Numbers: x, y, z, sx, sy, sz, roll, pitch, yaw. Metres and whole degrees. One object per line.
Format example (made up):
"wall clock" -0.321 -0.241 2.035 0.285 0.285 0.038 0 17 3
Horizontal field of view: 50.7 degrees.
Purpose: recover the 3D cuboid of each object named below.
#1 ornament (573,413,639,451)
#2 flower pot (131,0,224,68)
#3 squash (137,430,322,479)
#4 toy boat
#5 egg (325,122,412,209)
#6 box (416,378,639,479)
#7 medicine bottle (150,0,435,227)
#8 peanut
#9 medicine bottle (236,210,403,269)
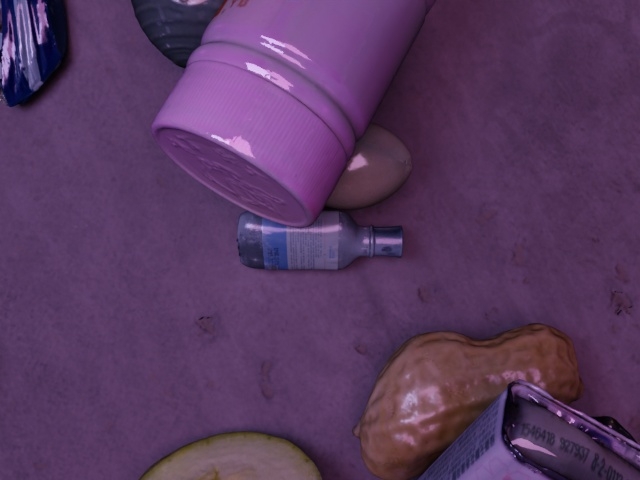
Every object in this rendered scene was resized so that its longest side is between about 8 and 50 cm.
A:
"ornament" 0.375 0.293 0.789 0.236 0.202 0.080 36 69 1
"flower pot" -0.145 -0.337 0.842 0.189 0.157 0.243 3 91 4
"squash" -0.112 0.328 0.780 0.251 0.252 0.049 -11 119 1
"toy boat" -0.490 -0.277 0.899 0.290 0.067 0.221 -6 88 4
"egg" 0.039 -0.095 0.849 0.152 0.114 0.114 -1 88 13
"box" 0.188 0.317 0.732 0.190 0.112 0.370 30 127 0
"medicine bottle" -0.022 -0.196 0.735 0.202 0.202 0.316 28 75 2
"peanut" 0.173 0.181 0.820 0.291 0.143 0.159 -20 105 -1
"medicine bottle" 0.000 0.000 0.865 0.208 0.090 0.054 0 46 1
